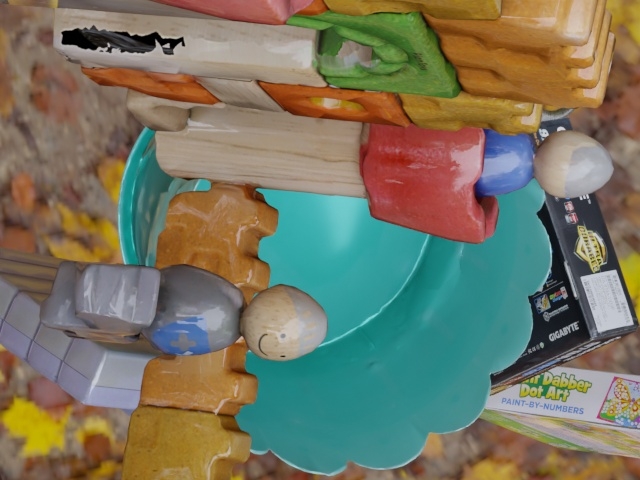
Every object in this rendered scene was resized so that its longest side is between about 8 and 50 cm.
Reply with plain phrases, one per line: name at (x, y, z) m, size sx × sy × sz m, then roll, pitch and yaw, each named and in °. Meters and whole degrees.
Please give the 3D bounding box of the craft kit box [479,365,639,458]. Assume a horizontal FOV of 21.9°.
craft kit box at (0.283, 0.172, 1.609) m, size 0.250 × 0.246 × 0.061 m, roll 26°, pitch 70°, yaw -50°

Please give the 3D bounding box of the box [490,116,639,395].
box at (0.149, 0.023, 1.335) m, size 0.051 × 0.220 × 0.175 m, roll -10°, pitch 76°, yaw -30°

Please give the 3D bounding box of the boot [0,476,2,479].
boot at (-0.437, 0.243, 1.183) m, size 0.445 × 0.367 × 0.146 m, roll -28°, pitch 120°, yaw -5°

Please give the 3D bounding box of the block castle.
block castle at (-0.020, 0.028, 0.562) m, size 0.213 × 0.453 × 0.303 m, roll 5°, pitch 83°, yaw 14°

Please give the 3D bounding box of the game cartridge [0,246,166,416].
game cartridge at (-0.124, 0.086, 1.359) m, size 0.355 × 0.230 × 0.068 m, roll 13°, pitch 106°, yaw -51°

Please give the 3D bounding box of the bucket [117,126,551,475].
bucket at (0.000, 0.000, 1.135) m, size 0.281 × 0.183 × 0.281 m, roll -5°, pitch 107°, yaw -17°

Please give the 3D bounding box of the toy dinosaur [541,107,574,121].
toy dinosaur at (0.106, -0.155, 1.602) m, size 0.313 × 0.160 × 0.121 m, roll -12°, pitch 146°, yaw -9°
